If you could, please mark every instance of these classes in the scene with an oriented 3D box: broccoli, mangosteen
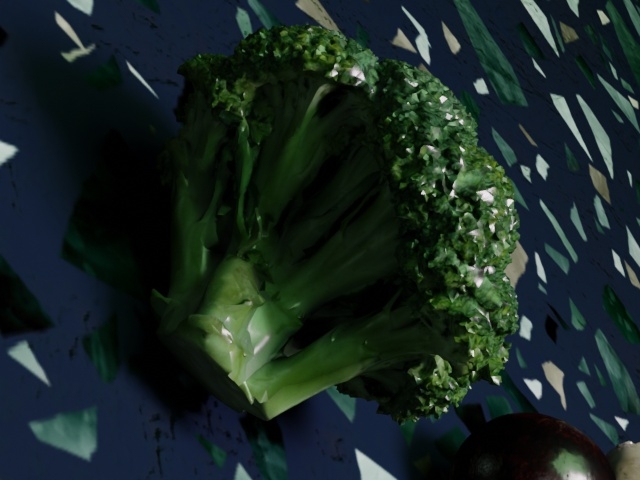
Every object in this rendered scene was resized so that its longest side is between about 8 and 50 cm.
[{"bbox_3d":[0.000,0.000,1.156,0.269,0.261,0.241,49,64,-18],"label":"broccoli"},{"bbox_3d":[0.144,0.191,1.336,0.140,0.140,0.140,45,27,-31],"label":"mangosteen"}]

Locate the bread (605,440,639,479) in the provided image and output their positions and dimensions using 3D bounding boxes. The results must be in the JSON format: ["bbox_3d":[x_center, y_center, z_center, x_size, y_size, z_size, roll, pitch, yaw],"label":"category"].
[{"bbox_3d":[0.323,0.284,1.594,0.337,0.102,0.183,29,38,-50],"label":"bread"}]
